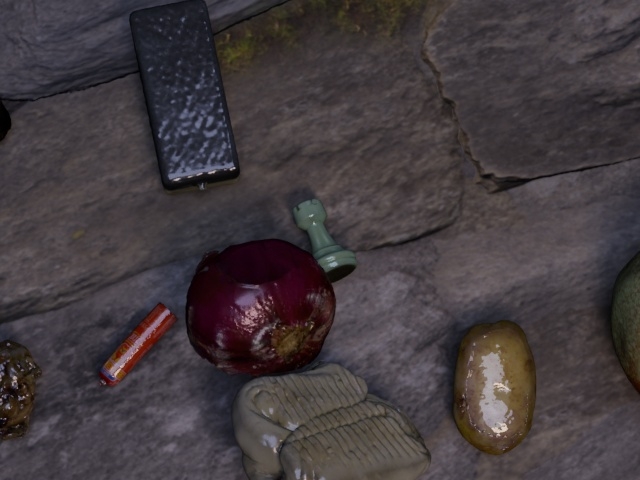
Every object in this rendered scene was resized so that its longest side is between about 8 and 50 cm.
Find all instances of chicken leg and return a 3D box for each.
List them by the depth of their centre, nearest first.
[{"bbox_3d":[-0.420,0.215,1.780,0.125,0.080,0.196,21,84,12],"label":"chicken leg"}]

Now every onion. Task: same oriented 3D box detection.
[{"bbox_3d":[-0.089,0.060,1.783,0.195,0.140,0.218,-14,40,-28],"label":"onion"}]

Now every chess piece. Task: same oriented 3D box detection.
[{"bbox_3d":[0.000,0.000,1.857,0.067,0.067,0.103,-21,71,-8],"label":"chess piece"}]

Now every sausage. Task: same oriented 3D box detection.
[{"bbox_3d":[-0.236,0.136,1.824,0.034,0.034,0.129,42,78,6],"label":"sausage"}]

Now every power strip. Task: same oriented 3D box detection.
[{"bbox_3d":[-0.177,-0.183,1.884,0.105,0.070,0.256,-11,76,-4],"label":"power strip"}]

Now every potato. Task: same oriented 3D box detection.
[{"bbox_3d":[0.219,0.185,1.816,0.107,0.080,0.170,1,80,-11],"label":"potato"}]

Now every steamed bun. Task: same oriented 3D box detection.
[{"bbox_3d":[0.003,0.260,1.749,0.218,0.144,0.211,-14,45,-31],"label":"steamed bun"}]

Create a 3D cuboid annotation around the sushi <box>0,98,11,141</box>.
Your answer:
[{"bbox_3d":[-0.477,-0.148,1.852,0.150,0.078,0.090,-23,73,-7],"label":"sushi"}]

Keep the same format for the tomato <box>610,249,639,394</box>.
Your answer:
[{"bbox_3d":[0.517,0.099,1.772,0.303,0.239,0.303,1,73,-3],"label":"tomato"}]
